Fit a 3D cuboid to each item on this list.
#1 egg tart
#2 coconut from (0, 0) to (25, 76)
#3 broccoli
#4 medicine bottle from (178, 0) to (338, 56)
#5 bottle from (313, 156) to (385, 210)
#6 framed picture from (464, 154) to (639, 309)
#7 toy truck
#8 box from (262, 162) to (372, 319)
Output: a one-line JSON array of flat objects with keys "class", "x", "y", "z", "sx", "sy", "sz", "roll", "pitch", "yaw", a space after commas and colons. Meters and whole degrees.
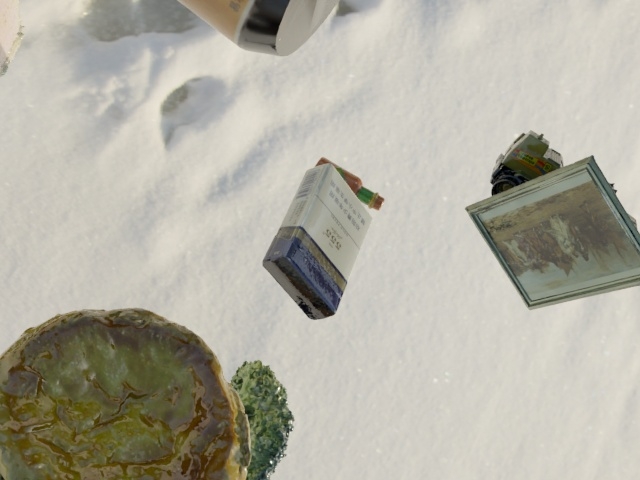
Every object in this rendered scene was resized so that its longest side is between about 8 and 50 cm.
[{"class": "egg tart", "x": -0.247, "y": 0.233, "z": 0.988, "sx": 0.341, "sy": 0.129, "sz": 0.341, "roll": 19, "pitch": 48, "yaw": -22}, {"class": "coconut", "x": -0.691, "y": -0.391, "z": 1.271, "sx": 0.405, "sy": 0.405, "sz": 0.404, "roll": -11, "pitch": 108, "yaw": -36}, {"class": "broccoli", "x": -0.233, "y": 0.379, "z": 1.827, "sx": 0.397, "sy": 0.275, "sz": 0.353, "roll": 46, "pitch": 30, "yaw": -1}, {"class": "medicine bottle", "x": -0.144, "y": -0.392, "z": 0.898, "sx": 0.395, "sy": 0.242, "sz": 0.242, "roll": 34, "pitch": 77, "yaw": 0}, {"class": "bottle", "x": 0.068, "y": -0.130, "z": 1.996, "sx": 0.187, "sy": 0.069, "sz": 0.069, "roll": 29, "pitch": 80, "yaw": 6}, {"class": "framed picture", "x": 0.363, "y": 0.002, "z": 1.275, "sx": 0.017, "sy": 0.274, "sz": 0.217, "roll": -38, "pitch": 96, "yaw": -34}, {"class": "toy truck", "x": 0.415, "y": -0.075, "z": 1.392, "sx": 0.127, "sy": 0.257, "sz": 0.127, "roll": -54, "pitch": 179, "yaw": 28}, {"class": "box", "x": 0.000, "y": 0.000, "z": 1.553, "sx": 0.168, "sy": 0.071, "sz": 0.259, "roll": 52, "pitch": 44, "yaw": -28}]
